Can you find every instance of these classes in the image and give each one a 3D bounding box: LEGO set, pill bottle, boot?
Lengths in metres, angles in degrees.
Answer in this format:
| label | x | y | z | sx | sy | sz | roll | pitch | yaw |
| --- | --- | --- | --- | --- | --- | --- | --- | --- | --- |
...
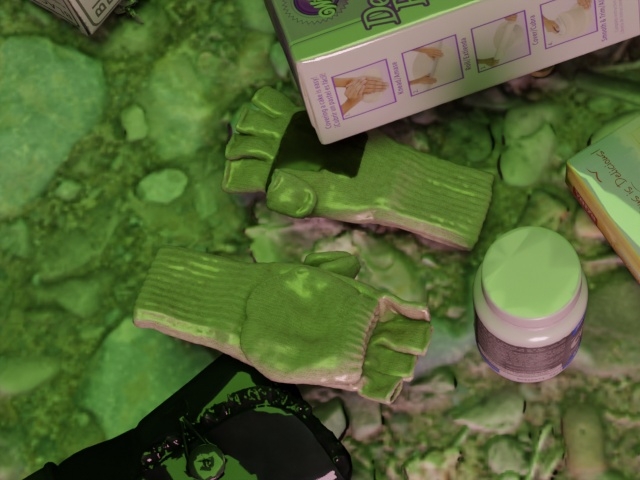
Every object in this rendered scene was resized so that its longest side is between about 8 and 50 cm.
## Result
| label | x | y | z | sx | sy | sz | roll | pitch | yaw |
| --- | --- | --- | --- | --- | --- | --- | --- | --- | --- |
| LEGO set | -0.157 | -0.211 | 1.330 | 0.054 | 0.023 | 0.083 | -37 | 71 | -7 |
| pill bottle | 0.143 | 0.043 | 1.147 | 0.078 | 0.137 | 0.078 | -2 | 70 | 5 |
| boot | -0.065 | 0.205 | 1.132 | 0.207 | 0.094 | 0.246 | -31 | 64 | -1 |

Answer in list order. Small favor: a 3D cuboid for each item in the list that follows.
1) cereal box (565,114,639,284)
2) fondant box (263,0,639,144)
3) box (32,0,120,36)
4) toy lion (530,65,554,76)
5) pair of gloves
| label | x | y | z | sx | sy | sz | roll | pitch | yaw |
| --- | --- | --- | --- | --- | --- | --- | --- | --- | --- |
| cereal box | 0.321 | -0.046 | 1.208 | 0.240 | 0.047 | 0.173 | -31 | 70 | -5 |
| fondant box | 0.113 | -0.234 | 1.243 | 0.330 | 0.096 | 0.238 | -20 | 53 | 0 |
| box | -0.163 | -0.322 | 1.326 | 0.169 | 0.087 | 0.290 | 33 | 77 | 26 |
| toy lion | 0.165 | -0.187 | 1.287 | 0.096 | 0.034 | 0.100 | -42 | 72 | -17 |
| pair of gloves | 0.000 | 0.000 | 1.187 | 0.204 | 0.042 | 0.240 | 20 | 53 | 12 |
